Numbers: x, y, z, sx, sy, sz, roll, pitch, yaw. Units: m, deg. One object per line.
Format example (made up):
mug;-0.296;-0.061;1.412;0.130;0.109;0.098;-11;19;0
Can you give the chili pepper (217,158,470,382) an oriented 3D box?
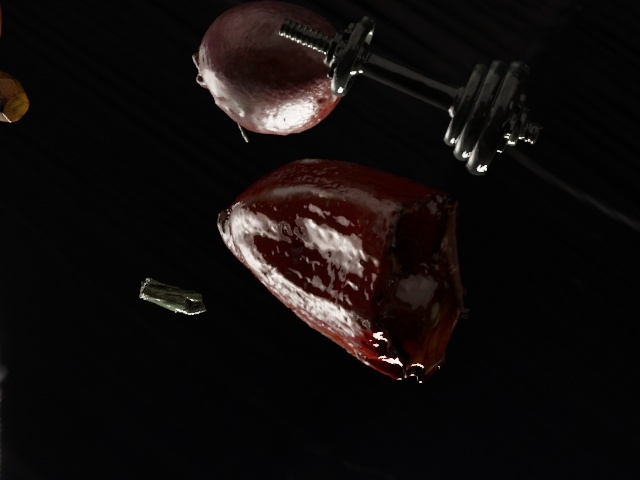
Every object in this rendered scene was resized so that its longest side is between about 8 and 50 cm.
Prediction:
chili pepper;0.000;0.000;0.980;0.136;0.253;0.144;-56;139;-13

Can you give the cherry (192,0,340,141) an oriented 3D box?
cherry;-0.052;-0.228;1.636;0.175;0.192;0.250;-41;-154;-26

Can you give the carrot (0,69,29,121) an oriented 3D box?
carrot;-0.508;-0.243;1.735;0.070;0.260;0.070;-37;147;-29

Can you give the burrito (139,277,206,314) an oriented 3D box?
burrito;-0.242;0.094;2.037;0.074;0.118;0.044;-8;-118;68

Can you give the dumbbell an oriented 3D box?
dumbbell;0.081;-0.146;1.122;0.110;0.255;0.110;24;90;-87
